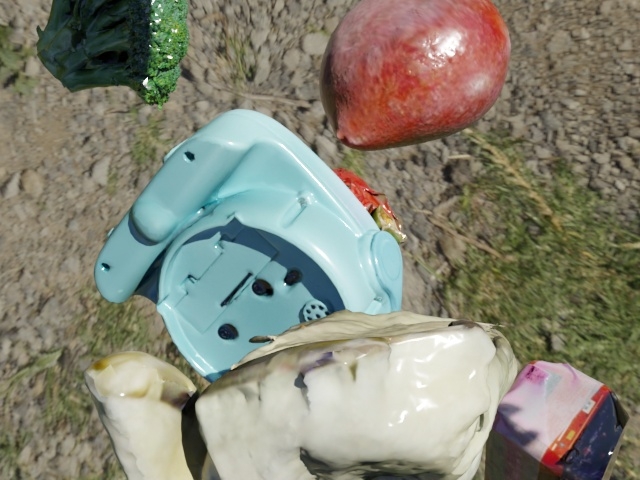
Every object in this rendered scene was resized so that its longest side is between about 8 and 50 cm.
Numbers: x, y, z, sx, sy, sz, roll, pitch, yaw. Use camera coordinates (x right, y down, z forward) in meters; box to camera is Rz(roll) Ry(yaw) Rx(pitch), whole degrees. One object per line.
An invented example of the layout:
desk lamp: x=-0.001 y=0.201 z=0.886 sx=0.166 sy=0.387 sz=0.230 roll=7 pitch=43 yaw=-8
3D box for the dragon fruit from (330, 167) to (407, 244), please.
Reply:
dragon fruit: x=0.000 y=0.000 z=1.104 sx=0.172 sy=0.172 sz=0.209 roll=44 pitch=127 yaw=-9

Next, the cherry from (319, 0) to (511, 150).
cherry: x=0.103 y=-0.220 z=1.134 sx=0.239 sy=0.239 sz=0.206 roll=-4 pitch=102 yaw=-4

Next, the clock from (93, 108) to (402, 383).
clock: x=-0.043 y=0.042 z=0.784 sx=0.274 sy=0.094 sz=0.223 roll=42 pitch=125 yaw=0

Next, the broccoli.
broccoli: x=-0.294 y=-0.322 z=1.326 sx=0.241 sy=0.261 sz=0.269 roll=-37 pitch=133 yaw=0

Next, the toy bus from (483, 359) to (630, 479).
toy bus: x=0.282 y=0.275 z=1.126 sx=0.147 sy=0.302 sz=0.127 roll=28 pitch=61 yaw=26

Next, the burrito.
burrito: x=0.013 y=0.106 z=0.519 sx=0.190 sy=0.332 sz=0.135 roll=1 pitch=86 yaw=12
